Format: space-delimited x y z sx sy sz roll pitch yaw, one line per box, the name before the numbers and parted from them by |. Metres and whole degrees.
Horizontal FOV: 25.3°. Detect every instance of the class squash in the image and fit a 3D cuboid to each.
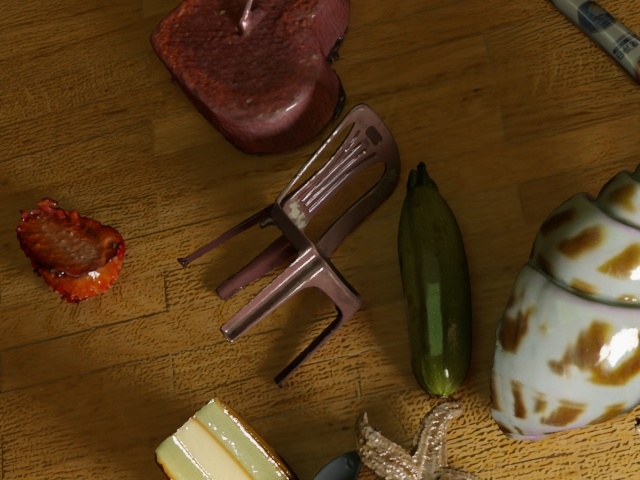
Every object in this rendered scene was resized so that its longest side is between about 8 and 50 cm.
squash | 0.144 0.037 1.826 0.094 0.094 0.341 -10 62 13

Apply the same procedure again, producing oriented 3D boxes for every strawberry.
strawberry | -0.349 0.017 2.005 0.121 0.082 0.188 -33 48 -23

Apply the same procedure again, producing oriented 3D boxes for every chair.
chair | 0.000 0.000 1.843 0.326 0.175 0.183 -40 51 3

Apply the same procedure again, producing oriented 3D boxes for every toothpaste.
toothpaste | 0.389 -0.281 1.935 0.062 0.039 0.239 -36 62 -10

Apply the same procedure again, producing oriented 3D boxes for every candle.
candle | -0.106 -0.290 2.045 0.287 0.131 0.317 2 64 21

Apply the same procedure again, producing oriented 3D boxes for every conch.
conch | 0.322 0.067 1.657 0.197 0.249 0.368 10 103 43

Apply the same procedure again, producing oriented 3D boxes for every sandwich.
sandwich | -0.095 0.299 1.722 0.117 0.187 0.144 -42 54 -5

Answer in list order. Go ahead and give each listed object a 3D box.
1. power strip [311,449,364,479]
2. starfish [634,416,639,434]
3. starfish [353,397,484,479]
power strip | 0.051 0.358 1.695 0.137 0.044 0.216 -19 62 -19
starfish | 0.546 0.101 1.551 0.398 0.132 0.383 21 108 -11
starfish | 0.122 0.299 1.694 0.236 0.062 0.277 36 55 10
